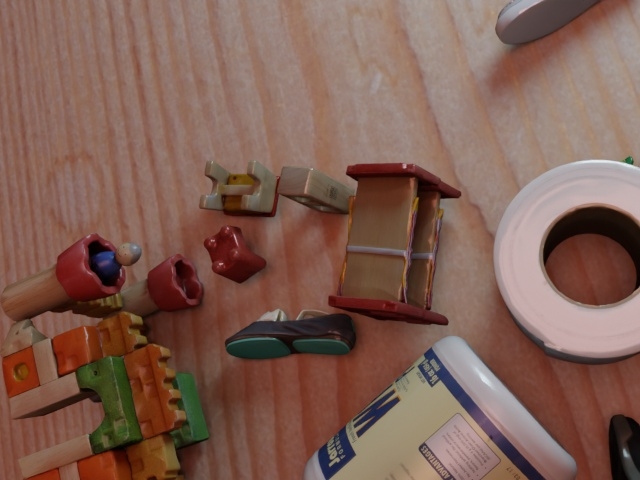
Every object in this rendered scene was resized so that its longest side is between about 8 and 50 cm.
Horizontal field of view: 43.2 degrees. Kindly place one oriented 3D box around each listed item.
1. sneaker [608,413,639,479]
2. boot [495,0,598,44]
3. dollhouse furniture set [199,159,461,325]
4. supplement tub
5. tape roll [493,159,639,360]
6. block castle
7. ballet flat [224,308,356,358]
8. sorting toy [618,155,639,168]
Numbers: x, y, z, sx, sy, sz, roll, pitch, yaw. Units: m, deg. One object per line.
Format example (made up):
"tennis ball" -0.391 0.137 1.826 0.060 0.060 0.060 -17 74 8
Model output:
"sneaker" 0.425 0.286 0.963 0.130 0.227 0.087 -5 108 2
"boot" 0.348 -0.395 1.181 0.258 0.095 0.123 -29 66 0
"dollhouse furniture set" 0.000 0.000 1.182 0.374 0.152 0.201 4 80 34
"supplement tub" 0.127 0.305 1.013 0.325 0.235 0.235 -43 71 4
"tape roll" 0.351 0.035 1.041 0.246 0.169 0.246 -3 77 15
"block castle" -0.229 0.228 1.099 0.212 0.303 0.453 -23 73 17
"ballet flat" -0.042 0.136 1.191 0.203 0.074 0.074 -5 77 21
"sorting toy" 0.460 -0.106 1.121 0.083 0.012 0.062 24 91 16
